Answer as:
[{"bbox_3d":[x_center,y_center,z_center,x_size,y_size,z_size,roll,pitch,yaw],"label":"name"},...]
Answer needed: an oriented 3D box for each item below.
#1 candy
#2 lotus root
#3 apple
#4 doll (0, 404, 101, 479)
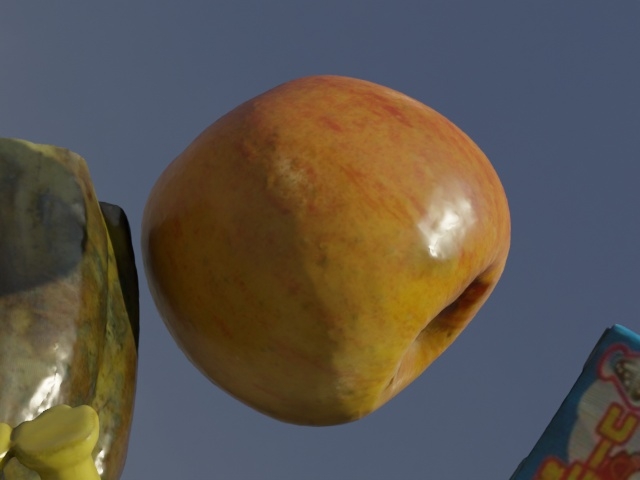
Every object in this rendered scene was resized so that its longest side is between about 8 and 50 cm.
[{"bbox_3d":[0.292,0.202,1.172,0.306,0.157,0.100,30,-6,29],"label":"candy"},{"bbox_3d":[-0.262,0.103,1.317,0.251,0.346,0.250,-3,-38,-2],"label":"lotus root"},{"bbox_3d":[0.000,0.000,1.440,0.275,0.299,0.299,46,-39,16],"label":"apple"},{"bbox_3d":[-0.136,0.271,1.082,0.199,0.145,0.363,-11,-63,8],"label":"doll"}]
